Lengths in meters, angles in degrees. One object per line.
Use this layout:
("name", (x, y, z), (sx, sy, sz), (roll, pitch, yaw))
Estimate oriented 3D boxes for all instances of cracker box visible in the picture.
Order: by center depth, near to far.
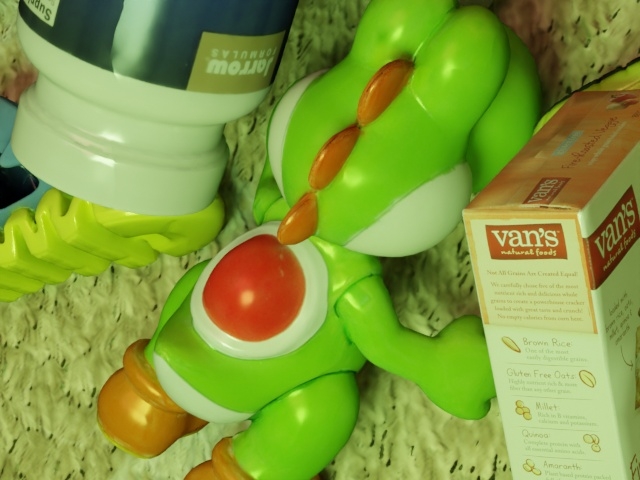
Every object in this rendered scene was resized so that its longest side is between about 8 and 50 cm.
("cracker box", (0.149, 0.057, 1.002), (0.067, 0.156, 0.232), (0, 116, 30))

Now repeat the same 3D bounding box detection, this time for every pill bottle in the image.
("pill bottle", (-0.084, -0.157, 1.099), (0.153, 0.153, 0.264), (31, 116, 29))

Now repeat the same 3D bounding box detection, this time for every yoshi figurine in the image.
("yoshi figurine", (0.022, 0.001, 1.152), (0.362, 0.203, 0.203), (-59, 19, 29))

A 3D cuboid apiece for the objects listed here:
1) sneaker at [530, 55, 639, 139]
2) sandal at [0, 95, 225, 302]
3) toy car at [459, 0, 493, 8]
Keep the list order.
("sneaker", (0.262, -0.072, 1.055), (0.295, 0.109, 0.123), (-23, 95, 24))
("sandal", (-0.211, -0.036, 1.306), (0.317, 0.126, 0.138), (-13, 73, 20))
("toy car", (0.056, -0.226, 1.158), (0.182, 0.136, 0.159), (-47, 64, 16))
